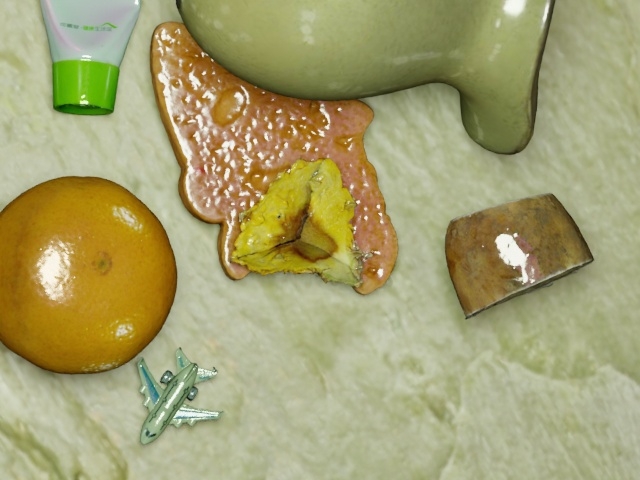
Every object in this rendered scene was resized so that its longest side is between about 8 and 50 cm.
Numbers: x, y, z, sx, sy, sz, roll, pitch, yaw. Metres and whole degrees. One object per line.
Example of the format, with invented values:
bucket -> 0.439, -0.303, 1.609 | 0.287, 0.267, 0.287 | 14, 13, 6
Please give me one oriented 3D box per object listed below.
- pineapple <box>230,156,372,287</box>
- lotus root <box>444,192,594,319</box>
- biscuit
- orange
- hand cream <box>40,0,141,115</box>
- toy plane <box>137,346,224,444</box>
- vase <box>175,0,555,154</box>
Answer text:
pineapple -> 0.000, 0.000, 1.429 | 0.114, 0.077, 0.114 | 38, 86, -23
lotus root -> 0.162, 0.010, 1.467 | 0.112, 0.122, 0.081 | -18, 84, 14
biscuit -> -0.042, -0.066, 1.468 | 0.280, 0.043, 0.183 | 46, 77, -6
orange -> -0.190, 0.028, 1.397 | 0.156, 0.124, 0.156 | 4, 81, -27
hand cream -> -0.181, -0.239, 1.453 | 0.079, 0.050, 0.275 | 8, 81, -37
toy plane -> -0.121, 0.129, 1.451 | 0.080, 0.033, 0.083 | 34, 89, -8
vase -> 0.070, -0.232, 1.350 | 0.302, 0.329, 0.241 | 19, 52, -13
